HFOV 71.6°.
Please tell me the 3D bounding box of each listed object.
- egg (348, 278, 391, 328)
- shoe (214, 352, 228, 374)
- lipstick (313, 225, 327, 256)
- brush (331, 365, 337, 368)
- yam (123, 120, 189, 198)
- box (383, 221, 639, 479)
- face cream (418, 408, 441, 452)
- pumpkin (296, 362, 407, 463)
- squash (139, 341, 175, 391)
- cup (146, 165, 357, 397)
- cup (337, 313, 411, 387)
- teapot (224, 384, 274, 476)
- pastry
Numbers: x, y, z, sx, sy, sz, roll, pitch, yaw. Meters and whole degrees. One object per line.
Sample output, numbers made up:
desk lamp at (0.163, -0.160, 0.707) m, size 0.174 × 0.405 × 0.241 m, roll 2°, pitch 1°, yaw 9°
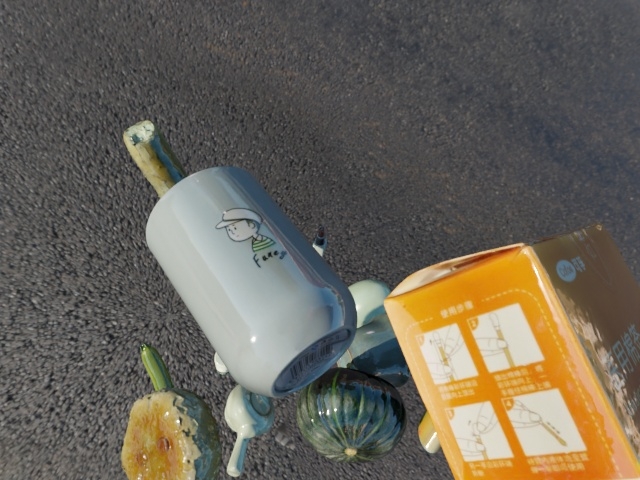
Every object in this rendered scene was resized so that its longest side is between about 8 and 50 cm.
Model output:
egg at (0.183, 0.283, 1.922) m, size 0.283 × 0.203 × 0.203 m, roll -41°, pitch 97°, yaw 20°
shoe at (-0.326, 0.379, 1.665) m, size 0.095 × 0.110 × 0.265 m, roll 21°, pitch 43°, yaw 4°
lipstick at (0.000, 0.000, 0.940) m, size 0.025 × 0.107 × 0.025 m, roll 20°, pitch 60°, yaw 6°
brush at (-0.005, 0.483, 1.683) m, size 0.323 × 0.051 × 0.070 m, roll 33°, pitch 49°, yaw -14°
yam at (-0.280, -0.067, 0.922) m, size 0.083 × 0.083 × 0.371 m, roll -37°, pitch 127°, yaw -20°
box at (0.225, 0.161, 0.384) m, size 0.225 × 0.143 × 0.341 m, roll -8°, pitch 71°, yaw -45°
face cream at (0.308, 0.319, 0.972) m, size 0.067 × 0.139 × 0.285 m, roll 30°, pitch 100°, yaw 10°
pumpkin at (0.067, 0.378, 1.001) m, size 0.250 × 0.250 × 0.216 m, roll 13°, pitch 54°, yaw -16°
squash at (-0.588, 0.484, 1.615) m, size 0.069 × 0.069 × 0.258 m, roll -25°, pitch 66°, yaw -21°
cup at (-0.096, 0.058, 0.656) m, size 0.206 × 0.205 × 0.312 m, roll -31°, pitch 59°, yaw -21°
cup at (0.124, 0.304, 1.177) m, size 0.150 × 0.199 × 0.199 m, roll -4°, pitch 82°, yaw -29°
teapot at (-0.288, 0.674, 1.653) m, size 0.149 × 0.318 × 0.220 m, roll -38°, pitch 93°, yaw 22°
pastry at (-0.387, 0.538, 1.167) m, size 0.136 × 0.330 × 0.329 m, roll 12°, pitch 74°, yaw -56°
